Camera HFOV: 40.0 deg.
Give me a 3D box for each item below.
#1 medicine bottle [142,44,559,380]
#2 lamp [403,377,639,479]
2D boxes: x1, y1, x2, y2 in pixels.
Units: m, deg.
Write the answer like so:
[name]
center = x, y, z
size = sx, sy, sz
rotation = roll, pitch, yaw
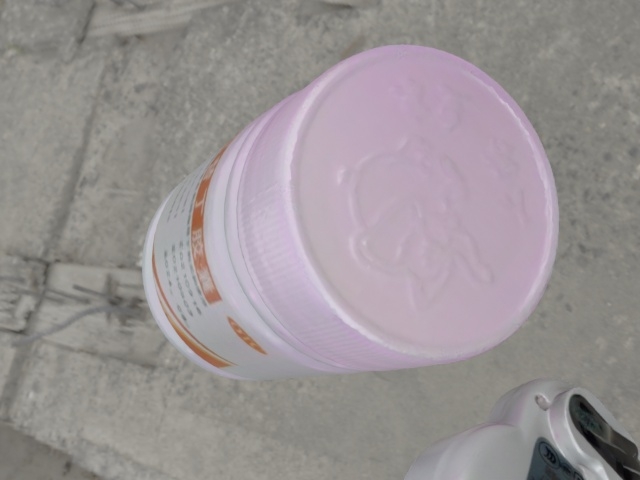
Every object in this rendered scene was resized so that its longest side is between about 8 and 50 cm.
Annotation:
[medicine bottle]
center = 0.000, 0.000, 0.658
size = 0.316, 0.202, 0.202
rotation = -23, 53, 62
[lamp]
center = 0.127, 0.197, 0.578
size = 0.108, 0.179, 0.246
rotation = -29, 15, 46
